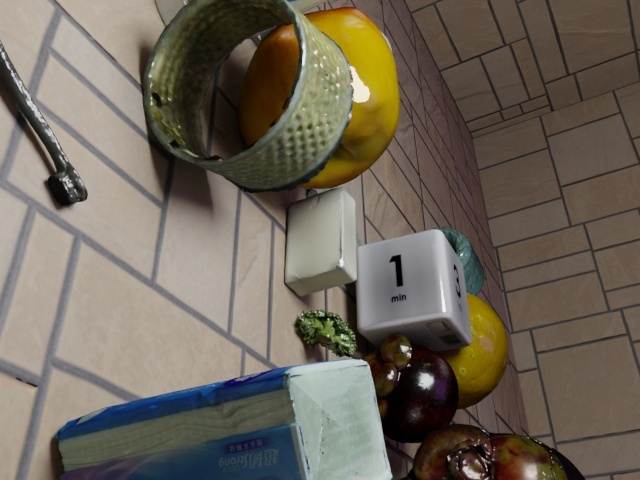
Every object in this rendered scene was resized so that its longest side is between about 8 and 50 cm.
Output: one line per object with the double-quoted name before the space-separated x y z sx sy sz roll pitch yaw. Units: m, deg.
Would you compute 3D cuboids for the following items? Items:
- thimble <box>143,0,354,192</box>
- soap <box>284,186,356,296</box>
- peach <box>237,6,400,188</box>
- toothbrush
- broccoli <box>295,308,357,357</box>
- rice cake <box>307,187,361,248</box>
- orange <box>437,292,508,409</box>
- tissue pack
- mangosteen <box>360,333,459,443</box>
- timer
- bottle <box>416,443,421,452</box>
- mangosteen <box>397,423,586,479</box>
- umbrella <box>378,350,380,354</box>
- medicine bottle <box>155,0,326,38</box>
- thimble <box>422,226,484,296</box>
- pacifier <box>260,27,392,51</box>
"thimble" -0.100 -0.210 0.934 0.150 0.271 0.270 19 57 -62
"soap" 0.000 0.000 1.201 0.064 0.121 0.183 47 34 -45
"peach" 0.002 -0.249 1.154 0.289 0.289 0.307 48 29 -46
"toothbrush" -0.326 -0.171 0.692 0.030 0.030 0.297 -46 117 -54
"broccoli" 0.011 0.165 1.152 0.092 0.095 0.097 -70 147 -75
"rice cake" 0.033 -0.034 1.411 0.211 0.038 0.124 65 24 -17
"orange" 0.298 0.250 1.540 0.235 0.279 0.279 25 42 -16
"tissue pack" -0.089 0.212 0.653 0.198 0.263 0.146 16 60 -64
"mangosteen" 0.171 0.297 1.303 0.210 0.210 0.209 48 33 -46
"timer" 0.192 0.116 1.379 0.192 0.194 0.195 46 36 -52
"bottle" 0.332 0.495 1.495 0.110 0.209 0.097 60 26 -30
"mangosteen" 0.301 0.529 1.197 0.421 0.381 0.380 30 47 -50
"umbrella" 0.140 0.260 1.452 0.036 0.031 0.133 49 27 -2
"medicine bottle" -0.103 -0.416 1.039 0.170 0.293 0.170 48 31 -43
"thimble" 0.335 0.071 1.838 0.143 0.198 0.235 57 -5 -31
"pacifier" -0.002 -0.326 1.359 0.299 0.244 0.233 35 73 -54
